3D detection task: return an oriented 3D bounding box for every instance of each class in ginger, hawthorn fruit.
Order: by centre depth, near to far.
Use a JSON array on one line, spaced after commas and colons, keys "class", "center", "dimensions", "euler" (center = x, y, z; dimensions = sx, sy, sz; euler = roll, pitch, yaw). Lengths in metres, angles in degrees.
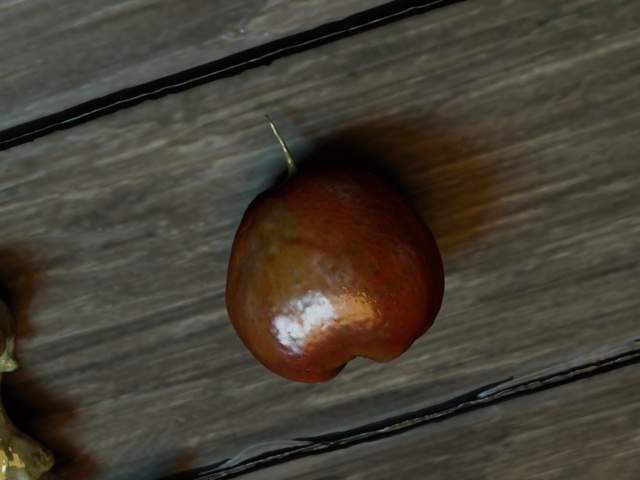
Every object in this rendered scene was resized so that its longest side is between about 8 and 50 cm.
[{"class": "hawthorn fruit", "center": [0.009, 0.013, 0.938], "dimensions": [0.125, 0.140, 0.125], "euler": [2, 160, 1]}, {"class": "ginger", "center": [-0.194, 0.134, 1.039], "dimensions": [0.089, 0.075, 0.288], "euler": [2, 130, -1]}]
